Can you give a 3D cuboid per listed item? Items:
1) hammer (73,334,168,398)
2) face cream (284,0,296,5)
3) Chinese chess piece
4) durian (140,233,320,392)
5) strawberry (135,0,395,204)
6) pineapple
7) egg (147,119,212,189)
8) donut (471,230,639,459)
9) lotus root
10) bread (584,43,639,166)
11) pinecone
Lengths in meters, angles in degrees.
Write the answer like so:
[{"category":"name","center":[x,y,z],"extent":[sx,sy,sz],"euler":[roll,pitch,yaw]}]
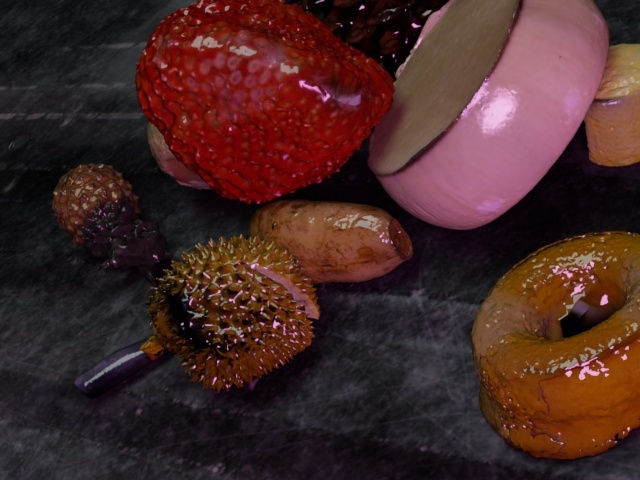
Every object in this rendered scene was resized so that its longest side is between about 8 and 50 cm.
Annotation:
[{"category":"hammer","center":[-0.189,0.125,1.913],"extent":[0.289,0.037,0.137],"euler":[-32,32,2]},{"category":"face cream","center":[-0.104,-0.497,2.438],"extent":[0.225,0.249,0.249],"euler":[-38,33,3]},{"category":"Chinese chess piece","center":[0.197,-0.177,1.774],"extent":[0.338,0.140,0.338],"euler":[-52,18,24]},{"category":"durian","center":[-0.132,0.088,1.777],"extent":[0.237,0.138,0.193],"euler":[-28,78,17]},{"category":"strawberry","center":[-0.068,-0.178,1.855],"extent":[0.351,0.312,0.267],"euler":[12,88,56]},{"category":"pineapple","center":[-0.301,-0.021,2.120],"extent":[0.128,0.128,0.248],"euler":[-38,37,-7]},{"category":"egg","center":[-0.149,-0.174,2.113],"extent":[0.233,0.195,0.195],"euler":[-33,29,-32]},{"category":"donut","center":[0.273,0.089,1.517],"extent":[0.272,0.107,0.272],"euler":[-20,36,15]},{"category":"lotus root","center":[0.000,0.000,1.846],"extent":[0.258,0.110,0.097],"euler":[0,38,43]},{"category":"bread","center":[0.366,-0.160,1.744],"extent":[0.111,0.114,0.129],"euler":[-8,44,22]},{"category":"pinecone","center":[0.103,-0.343,2.039],"extent":[0.242,0.296,0.298],"euler":[-45,3,34]}]
